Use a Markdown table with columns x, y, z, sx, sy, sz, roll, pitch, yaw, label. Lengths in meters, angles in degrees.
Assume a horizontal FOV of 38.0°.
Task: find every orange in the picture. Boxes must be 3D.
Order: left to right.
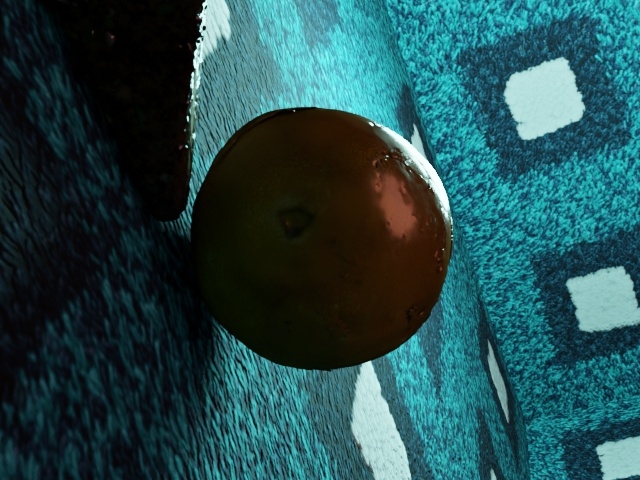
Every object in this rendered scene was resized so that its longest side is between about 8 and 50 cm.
| x | y | z | sx | sy | sz | roll | pitch | yaw | label |
| --- | --- | --- | --- | --- | --- | --- | --- | --- | --- |
| 0.000 | 0.000 | 0.838 | 0.240 | 0.240 | 0.240 | -16 | 90 | -75 | orange |

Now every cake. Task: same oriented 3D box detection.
| x | y | z | sx | sy | sz | roll | pitch | yaw | label |
| --- | --- | --- | --- | --- | --- | --- | --- | --- | --- |
| -0.116 | -0.145 | 0.767 | 0.112 | 0.135 | 0.246 | -77 | 147 | -63 | cake |
